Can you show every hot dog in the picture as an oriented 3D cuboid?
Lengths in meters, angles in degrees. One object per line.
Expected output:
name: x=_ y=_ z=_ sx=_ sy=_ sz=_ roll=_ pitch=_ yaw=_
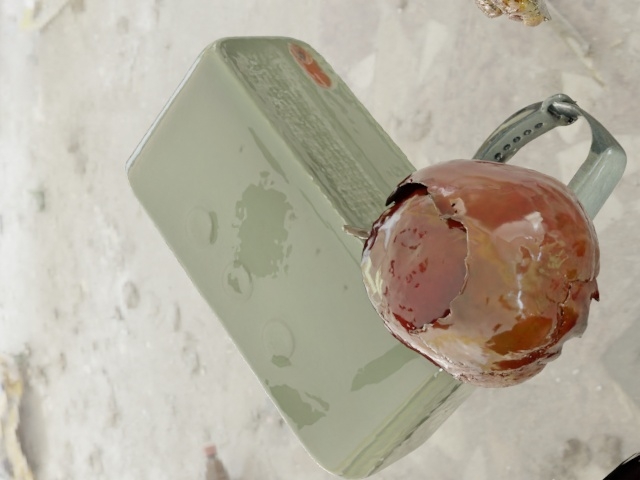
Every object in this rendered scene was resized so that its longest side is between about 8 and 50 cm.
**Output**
hot dog: x=0.227 y=-0.302 z=1.125 sx=0.108 sy=0.191 sz=0.059 roll=30 pitch=103 yaw=16

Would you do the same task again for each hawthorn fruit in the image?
hawthorn fruit: x=0.093 y=0.014 z=0.589 sx=0.172 sy=0.148 sz=0.148 roll=25 pitch=114 yaw=20

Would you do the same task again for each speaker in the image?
speaker: x=0.000 y=0.000 z=0.873 sx=0.406 sy=0.183 sz=0.184 roll=53 pitch=130 yaw=18

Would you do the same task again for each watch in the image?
watch: x=0.281 y=-0.088 z=1.180 sx=0.193 sy=0.068 sz=0.206 roll=34 pitch=94 yaw=46

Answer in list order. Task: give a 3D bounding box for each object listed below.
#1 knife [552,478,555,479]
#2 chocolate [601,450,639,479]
knife: x=0.220 y=0.403 z=1.131 sx=0.046 sy=0.022 sz=0.256 roll=36 pitch=92 yaw=39
chocolate: x=0.264 y=0.269 z=0.471 sx=0.331 sy=0.384 sz=0.384 roll=51 pitch=133 yaw=3
